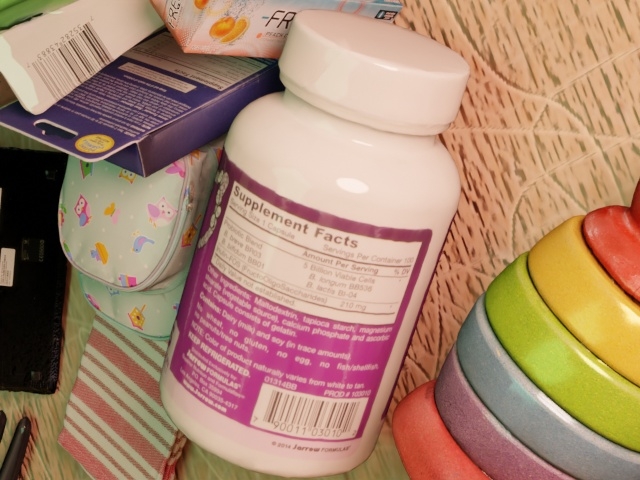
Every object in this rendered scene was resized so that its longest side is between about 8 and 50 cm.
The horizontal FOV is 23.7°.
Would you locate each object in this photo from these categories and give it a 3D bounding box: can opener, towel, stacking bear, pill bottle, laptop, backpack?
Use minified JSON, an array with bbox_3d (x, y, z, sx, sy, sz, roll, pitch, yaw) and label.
[{"bbox_3d":[-0.324,0.247,1.488,0.186,0.059,0.073,-63,26,16],"label":"can opener"},{"bbox_3d":[-0.161,0.135,1.338,0.144,0.029,0.197,35,114,37],"label":"towel"},{"bbox_3d":[0.186,0.051,0.911,0.164,0.175,0.289,47,114,23],"label":"stacking bear"},{"bbox_3d":[0.000,0.000,1.069,0.169,0.169,0.301,34,115,38],"label":"pill bottle"},{"bbox_3d":[-0.371,0.007,1.454,0.136,0.264,0.234,-110,25,-75],"label":"laptop"},{"bbox_3d":[-0.119,-0.013,1.205,0.166,0.144,0.188,19,110,36],"label":"backpack"}]

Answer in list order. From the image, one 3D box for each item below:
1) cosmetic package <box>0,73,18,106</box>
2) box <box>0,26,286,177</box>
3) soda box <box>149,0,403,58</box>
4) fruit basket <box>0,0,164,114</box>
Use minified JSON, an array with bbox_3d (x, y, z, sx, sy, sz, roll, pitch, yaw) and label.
[{"bbox_3d":[-0.324,-0.306,1.287,0.365,0.155,0.197,59,147,2],"label":"cosmetic package"},{"bbox_3d":[-0.120,-0.109,1.144,0.136,0.225,0.036,23,133,41],"label":"box"},{"bbox_3d":[-0.029,-0.168,1.073,0.063,0.183,0.058,-51,61,32],"label":"soda box"},{"bbox_3d":[-0.155,-0.318,1.096,0.353,0.165,0.327,-36,88,0],"label":"fruit basket"}]
